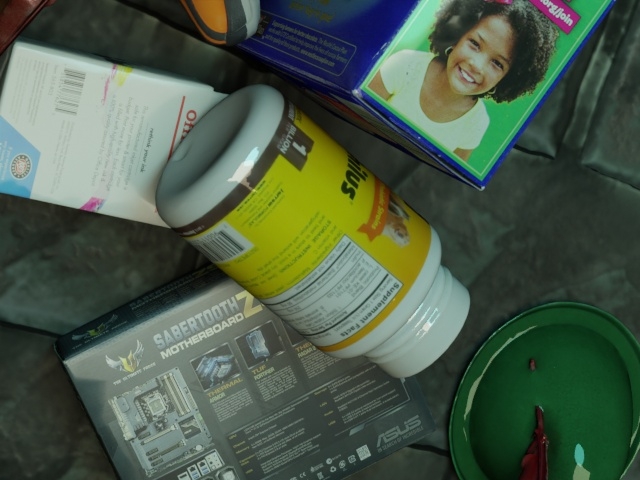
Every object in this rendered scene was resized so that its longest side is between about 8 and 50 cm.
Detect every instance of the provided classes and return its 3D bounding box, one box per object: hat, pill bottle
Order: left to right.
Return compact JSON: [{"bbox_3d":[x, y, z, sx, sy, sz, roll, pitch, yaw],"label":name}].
[{"bbox_3d":[0.000,0.000,1.280,0.215,0.117,0.117,40,88,-22],"label":"pill bottle"},{"bbox_3d":[0.203,0.167,1.408,0.173,0.183,0.208,17,97,-20],"label":"hat"}]

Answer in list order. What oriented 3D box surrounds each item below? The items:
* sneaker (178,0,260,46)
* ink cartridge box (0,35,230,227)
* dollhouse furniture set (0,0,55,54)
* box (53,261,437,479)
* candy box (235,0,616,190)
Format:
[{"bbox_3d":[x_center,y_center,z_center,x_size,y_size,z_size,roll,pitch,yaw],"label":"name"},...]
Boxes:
[{"bbox_3d":[-0.171,-0.253,1.246,0.180,0.124,0.321,-27,98,-6],"label":"sneaker"},{"bbox_3d":[-0.142,-0.072,1.313,0.181,0.061,0.104,12,99,-19],"label":"ink cartridge box"},{"bbox_3d":[-0.143,-0.306,1.131,0.201,0.152,0.374,44,69,-9],"label":"dollhouse furniture set"},{"bbox_3d":[-0.053,0.107,1.382,0.233,0.059,0.183,-27,108,-9],"label":"box"},{"bbox_3d":[0.105,-0.216,1.248,0.122,0.268,0.317,34,91,-24],"label":"candy box"}]
